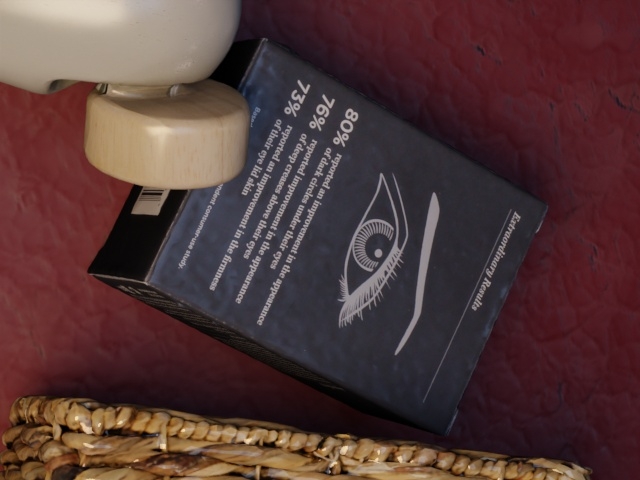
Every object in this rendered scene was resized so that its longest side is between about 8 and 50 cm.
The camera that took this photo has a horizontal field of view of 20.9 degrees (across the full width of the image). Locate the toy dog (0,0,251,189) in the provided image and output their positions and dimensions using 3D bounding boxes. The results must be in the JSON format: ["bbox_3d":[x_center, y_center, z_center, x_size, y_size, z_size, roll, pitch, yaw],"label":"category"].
[{"bbox_3d":[-0.171,-0.142,0.879,0.333,0.161,0.220,27,109,-1],"label":"toy dog"}]

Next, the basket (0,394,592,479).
[{"bbox_3d":[-0.033,0.208,0.922,0.299,0.213,0.223,9,82,-18],"label":"basket"}]

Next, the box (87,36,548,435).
[{"bbox_3d":[0.000,0.000,0.992,0.207,0.108,0.153,30,80,-22],"label":"box"}]
